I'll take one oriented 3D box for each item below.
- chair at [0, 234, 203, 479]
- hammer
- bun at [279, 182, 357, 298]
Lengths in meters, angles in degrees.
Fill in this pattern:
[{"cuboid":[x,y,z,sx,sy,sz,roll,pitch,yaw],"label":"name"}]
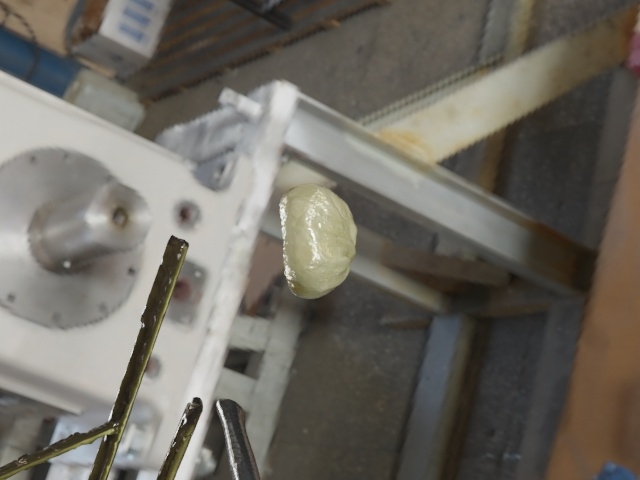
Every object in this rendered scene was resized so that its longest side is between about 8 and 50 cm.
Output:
[{"cuboid":[-0.141,0.161,0.527,0.160,0.170,0.325,-108,32,-62],"label":"chair"},{"cuboid":[-0.050,0.162,0.843,0.029,0.103,0.246,-34,24,3],"label":"hammer"},{"cuboid":[0.000,0.000,0.925,0.086,0.055,0.086,-6,-90,-87],"label":"bun"}]
